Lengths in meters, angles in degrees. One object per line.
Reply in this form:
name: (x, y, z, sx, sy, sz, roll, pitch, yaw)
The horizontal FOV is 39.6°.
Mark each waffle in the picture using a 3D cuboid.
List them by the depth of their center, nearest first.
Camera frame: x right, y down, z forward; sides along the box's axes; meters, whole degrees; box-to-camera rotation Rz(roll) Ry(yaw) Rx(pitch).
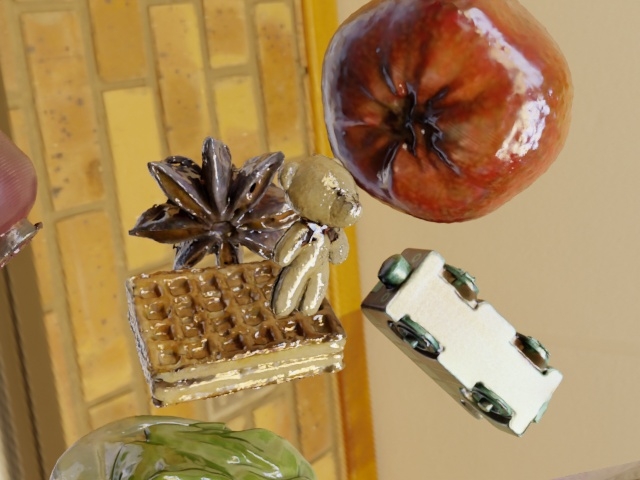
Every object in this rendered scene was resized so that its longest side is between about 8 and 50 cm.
waffle: (-0.130, 0.132, 1.369, 0.213, 0.308, 0.091, -118, -153, -45)

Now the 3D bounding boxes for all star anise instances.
star anise: (-0.166, -0.051, 1.540, 0.117, 0.332, 0.331, -97, -150, -47)

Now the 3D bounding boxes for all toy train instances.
toy train: (0.193, 0.136, 1.261, 0.326, 0.129, 0.159, 43, -15, -16)

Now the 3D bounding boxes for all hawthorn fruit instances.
hawthorn fruit: (0.135, -0.161, 0.987, 0.275, 0.299, 0.275, 2, -72, 6)

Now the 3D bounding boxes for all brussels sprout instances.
brussels sprout: (-0.141, 0.331, 1.001, 0.328, 0.328, 0.247, 25, -80, 33)

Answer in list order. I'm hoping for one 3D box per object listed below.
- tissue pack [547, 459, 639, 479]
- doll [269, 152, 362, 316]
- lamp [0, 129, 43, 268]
tissue pack: (0.331, 0.379, 0.987, 0.185, 0.124, 0.225, -22, -78, 30)
doll: (-0.007, -0.003, 0.530, 0.051, 0.061, 0.093, 44, -62, 32)
lamp: (-0.420, -0.072, 0.949, 0.258, 0.180, 0.180, 45, -48, -6)
